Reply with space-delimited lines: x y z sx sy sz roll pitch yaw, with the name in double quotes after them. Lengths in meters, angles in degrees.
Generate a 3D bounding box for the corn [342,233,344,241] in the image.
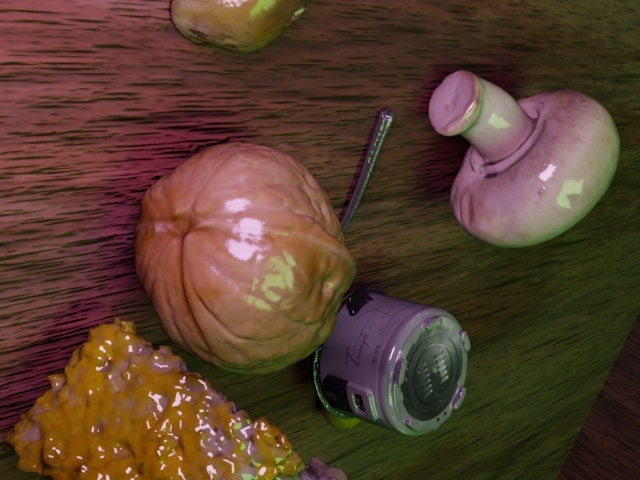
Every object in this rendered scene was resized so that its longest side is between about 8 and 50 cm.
0.000 0.000 1.563 0.092 0.037 0.037 -8 125 -52 "corn"

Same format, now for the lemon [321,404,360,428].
0.042 0.305 1.853 0.082 0.082 0.111 -36 145 -30 "lemon"

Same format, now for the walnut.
-0.091 0.024 1.254 0.252 0.277 0.313 -29 157 16 "walnut"

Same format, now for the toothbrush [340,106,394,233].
0.062 -0.073 1.589 0.030 0.030 0.297 -46 157 -69 "toothbrush"

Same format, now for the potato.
-0.043 -0.324 1.147 0.272 0.111 0.160 -57 146 0 "potato"

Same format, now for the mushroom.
0.352 -0.125 1.681 0.356 0.315 0.315 -2 121 -65 "mushroom"

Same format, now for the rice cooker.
0.115 0.211 1.732 0.241 0.227 0.280 -38 123 -34 "rice cooker"

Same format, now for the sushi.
-0.168 0.302 1.281 0.240 0.396 0.351 -54 156 -12 "sushi"
